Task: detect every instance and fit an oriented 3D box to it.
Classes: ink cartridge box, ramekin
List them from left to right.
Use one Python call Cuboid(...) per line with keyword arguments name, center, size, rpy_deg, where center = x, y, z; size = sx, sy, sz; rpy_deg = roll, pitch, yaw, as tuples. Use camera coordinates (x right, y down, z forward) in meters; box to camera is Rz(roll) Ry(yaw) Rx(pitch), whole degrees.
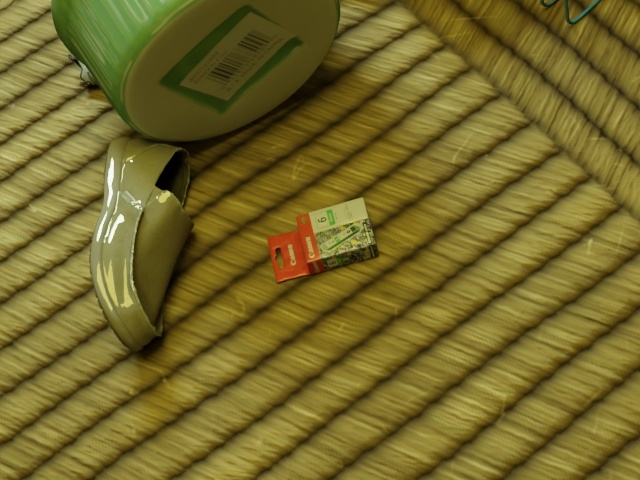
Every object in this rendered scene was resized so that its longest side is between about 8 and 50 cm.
Cuboid(name="ramekin", center=(-0.126, -0.247, 1.331), size=(0.303, 0.303, 0.148), rpy_deg=(-29, 66, -6))
Cuboid(name="ink cartridge box", center=(0.000, 0.000, 1.308), size=(0.115, 0.029, 0.062), rpy_deg=(-15, 58, 2))

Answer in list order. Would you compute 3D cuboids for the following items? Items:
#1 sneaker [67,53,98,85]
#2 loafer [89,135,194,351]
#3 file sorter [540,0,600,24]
Cuboid(name="sneaker", center=(-0.278, -0.233, 1.500), size=(0.069, 0.038, 0.098), rpy_deg=(-1, 59, 10))
Cuboid(name="loafer", center=(-0.186, -0.009, 1.311), size=(0.092, 0.102, 0.268), rpy_deg=(-12, 57, 12))
Cuboid(name="file sorter", center=(0.261, -0.351, 1.411), size=(0.104, 0.118, 0.170), rpy_deg=(-41, 60, -10))
